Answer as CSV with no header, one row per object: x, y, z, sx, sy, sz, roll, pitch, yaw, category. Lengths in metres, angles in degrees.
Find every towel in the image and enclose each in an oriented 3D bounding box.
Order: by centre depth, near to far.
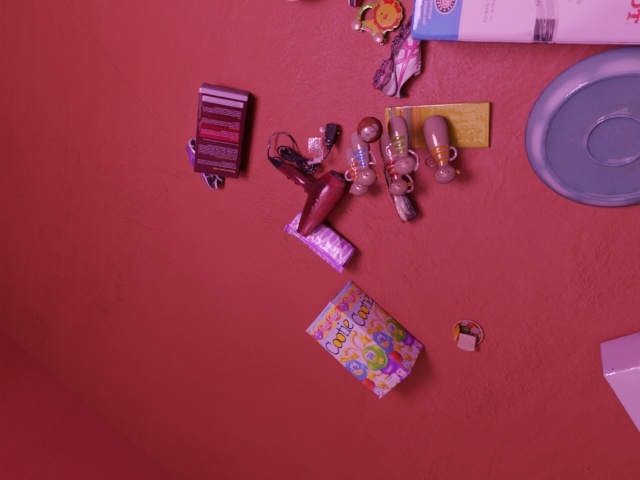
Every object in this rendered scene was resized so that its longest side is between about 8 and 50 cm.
0.265,-0.263,1.031,0.237,0.021,0.102,5,117,27,towel

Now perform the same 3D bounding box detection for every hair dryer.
-0.032,-0.155,1.195,0.223,0.080,0.294,-4,86,33,hair dryer

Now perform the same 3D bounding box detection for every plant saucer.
0.555,-0.193,0.841,0.317,0.044,0.318,16,130,20,plant saucer

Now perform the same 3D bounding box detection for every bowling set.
0.136,-0.177,0.993,0.287,0.199,0.154,-15,83,36,bowling set

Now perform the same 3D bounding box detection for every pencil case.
0.000,0.000,1.245,0.206,0.088,0.086,35,125,11,pencil case

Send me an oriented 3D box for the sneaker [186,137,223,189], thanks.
-0.358,-0.231,1.377,0.071,0.068,0.170,-32,84,50,sneaker

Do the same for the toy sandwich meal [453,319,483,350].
0.383,0.248,1.168,0.085,0.029,0.086,11,115,25,toy sandwich meal

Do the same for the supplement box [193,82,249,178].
-0.278,-0.303,1.254,0.130,0.073,0.240,9,118,-10,supplement box

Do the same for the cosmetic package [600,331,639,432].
0.751,0.302,0.919,0.224,0.138,0.225,-31,92,35,cosmetic package

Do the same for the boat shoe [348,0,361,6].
0.107,-0.573,0.974,0.043,0.049,0.137,36,118,9,boat shoe

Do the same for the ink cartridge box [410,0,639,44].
0.375,-0.491,0.761,0.394,0.166,0.286,10,116,18,ink cartridge box

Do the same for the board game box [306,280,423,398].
0.124,0.274,1.256,0.275,0.142,0.144,41,124,8,board game box

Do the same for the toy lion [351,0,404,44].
0.132,-0.498,1.001,0.100,0.034,0.096,36,116,13,toy lion

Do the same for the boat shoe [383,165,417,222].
0.198,-0.120,1.110,0.049,0.056,0.152,-19,92,7,boat shoe

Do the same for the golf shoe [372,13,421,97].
0.192,-0.410,0.991,0.085,0.067,0.186,21,119,-16,golf shoe
